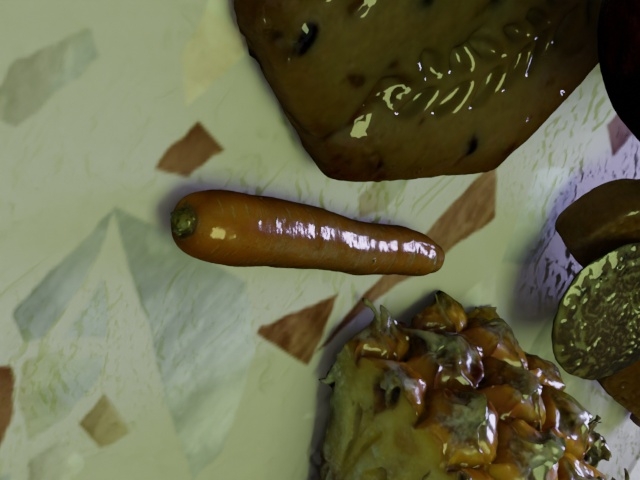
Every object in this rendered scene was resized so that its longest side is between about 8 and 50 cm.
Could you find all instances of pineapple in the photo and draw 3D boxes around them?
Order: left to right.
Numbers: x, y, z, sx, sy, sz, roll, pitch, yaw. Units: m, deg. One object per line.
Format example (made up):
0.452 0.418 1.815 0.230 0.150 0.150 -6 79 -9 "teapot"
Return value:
0.153 0.197 1.317 0.286 0.209 0.344 -19 127 -39 "pineapple"

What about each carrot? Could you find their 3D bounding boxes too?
0.000 0.000 1.156 0.248 0.043 0.043 8 109 -52 "carrot"

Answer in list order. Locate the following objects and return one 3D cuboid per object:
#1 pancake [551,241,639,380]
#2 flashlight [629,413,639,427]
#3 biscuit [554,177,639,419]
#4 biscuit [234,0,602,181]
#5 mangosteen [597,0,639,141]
0.205 0.049 1.347 0.115 0.011 0.115 -19 130 -25 "pancake"
0.274 0.098 1.526 0.031 0.052 0.110 25 104 -14 "flashlight"
0.284 0.037 1.422 0.278 0.043 0.301 -1 133 -17 "biscuit"
0.094 -0.190 1.126 0.359 0.046 0.359 -26 133 -33 "biscuit"
0.275 -0.149 1.155 0.228 0.228 0.265 12 71 -50 "mangosteen"
